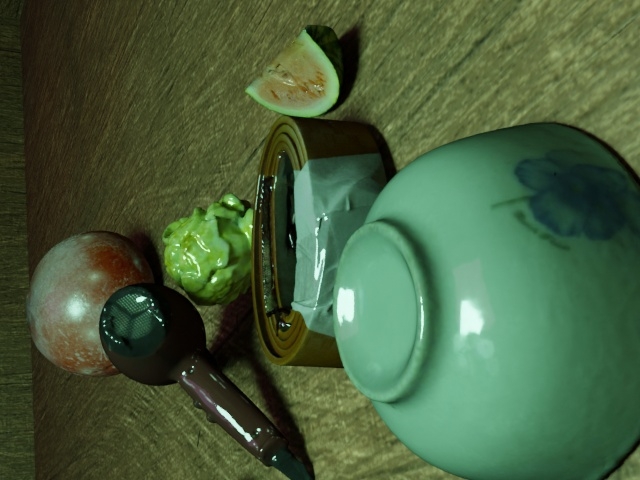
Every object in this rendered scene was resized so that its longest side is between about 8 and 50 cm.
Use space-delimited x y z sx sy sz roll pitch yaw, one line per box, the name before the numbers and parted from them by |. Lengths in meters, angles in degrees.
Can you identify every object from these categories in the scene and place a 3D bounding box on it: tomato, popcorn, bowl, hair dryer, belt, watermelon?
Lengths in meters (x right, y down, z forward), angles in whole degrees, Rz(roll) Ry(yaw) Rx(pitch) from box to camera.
tomato | -0.418 0.116 1.532 0.270 0.227 0.270 4 94 63
popcorn | -0.133 0.020 1.092 0.135 0.162 0.141 -72 -21 -44
bowl | 0.100 0.050 0.632 0.289 0.146 0.289 -8 81 61
hair dryer | -0.123 0.205 1.077 0.340 0.123 0.312 39 169 24
belt | 0.000 0.000 0.876 0.184 0.105 0.261 152 119 -61
watermelon | -0.012 -0.197 0.954 0.163 0.087 0.069 -26 35 58
